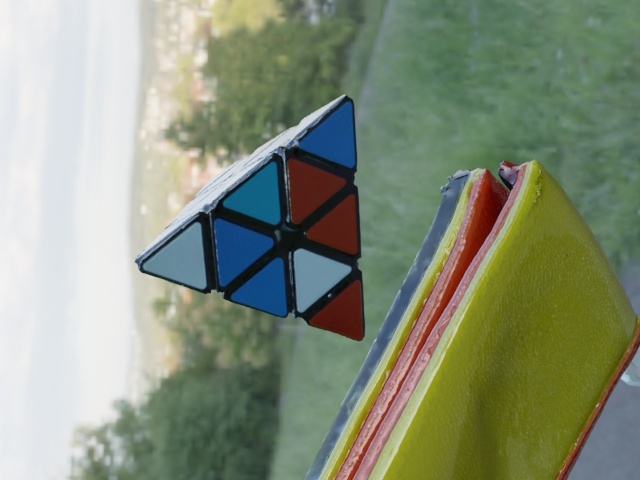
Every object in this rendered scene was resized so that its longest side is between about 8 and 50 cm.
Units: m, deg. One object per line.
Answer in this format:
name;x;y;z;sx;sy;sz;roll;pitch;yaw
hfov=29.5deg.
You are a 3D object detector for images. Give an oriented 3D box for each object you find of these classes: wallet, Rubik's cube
wallet;0.063;0.098;0.554;0.067;0.141;0.241;3;56;47
Rubik's cube;0.000;0.000;1.310;0.234;0.250;0.284;52;-163;-9

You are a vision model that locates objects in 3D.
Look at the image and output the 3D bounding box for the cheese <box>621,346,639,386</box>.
cheese;0.330;0.095;0.858;0.050;0.255;0.127;121;152;-68
